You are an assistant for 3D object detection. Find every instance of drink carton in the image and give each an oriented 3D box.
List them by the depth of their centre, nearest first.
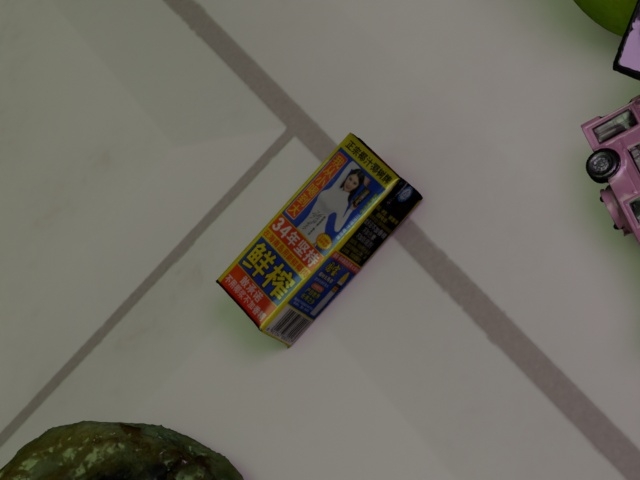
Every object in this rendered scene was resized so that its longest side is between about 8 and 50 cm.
[{"bbox_3d":[0.000,0.000,1.118,0.166,0.056,0.071,-47,58,5],"label":"drink carton"}]

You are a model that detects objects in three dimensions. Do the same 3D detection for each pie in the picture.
[{"bbox_3d":[-0.176,0.280,1.082,0.323,0.070,0.323,-15,58,26],"label":"pie"}]

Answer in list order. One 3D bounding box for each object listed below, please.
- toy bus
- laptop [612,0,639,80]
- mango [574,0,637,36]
[{"bbox_3d":[0.250,-0.011,0.950,0.090,0.063,0.203,-29,55,15],"label":"toy bus"},{"bbox_3d":[0.311,-0.142,0.940,0.197,0.016,0.135,22,82,6],"label":"laptop"},{"bbox_3d":[0.251,-0.294,1.025,0.185,0.149,0.273,30,85,-3],"label":"mango"}]
